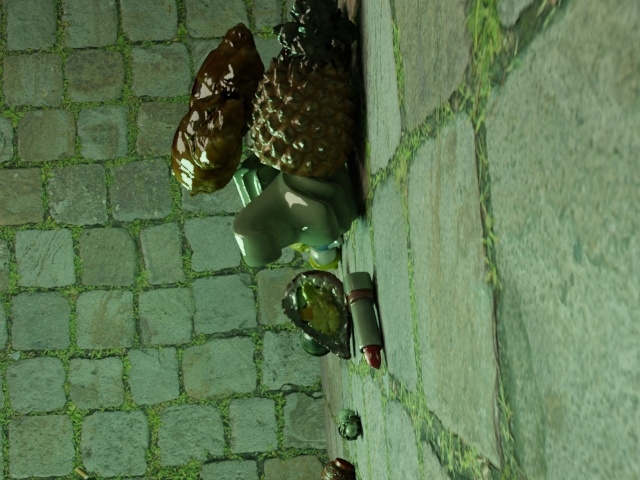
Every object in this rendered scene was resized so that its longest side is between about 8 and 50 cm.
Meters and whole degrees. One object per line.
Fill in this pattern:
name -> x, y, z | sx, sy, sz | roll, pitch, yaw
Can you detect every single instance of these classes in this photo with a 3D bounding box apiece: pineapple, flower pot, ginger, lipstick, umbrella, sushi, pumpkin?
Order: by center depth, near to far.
lipstick -> 0.079, 0.149, 1.166 | 0.063, 0.057, 0.186 | 91, 171, -53
pineapple -> -0.018, -0.311, 1.206 | 0.223, 0.223, 0.357 | -100, 17, -61
ginger -> -0.208, -0.280, 1.369 | 0.274, 0.152, 0.357 | 132, 155, -69
flower pot -> -0.055, -0.093, 1.390 | 0.367, 0.254, 0.164 | -103, -4, -59
umbrella -> 0.073, 0.462, 1.630 | 0.067, 0.062, 0.143 | -63, 2, -3
sushi -> 0.020, 0.177, 1.659 | 0.161, 0.241, 0.107 | -52, -9, 1
pumpkin -> -0.001, 0.284, 2.046 | 0.167, 0.125, 0.167 | 20, -90, -90

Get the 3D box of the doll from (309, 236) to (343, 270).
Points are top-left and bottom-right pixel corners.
doll -> 0.000, -0.001, 1.788 | 0.241, 0.135, 0.099 | 74, -167, -47

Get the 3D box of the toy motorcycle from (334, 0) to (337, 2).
toy motorcycle -> -0.016, -0.557, 1.524 | 0.074, 0.106, 0.190 | 100, 167, -78

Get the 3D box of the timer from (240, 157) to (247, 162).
timer -> -0.095, -0.244, 1.768 | 0.233, 0.240, 0.233 | -177, 90, -70

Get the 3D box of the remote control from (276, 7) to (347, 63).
remote control -> -0.045, -0.363, 1.427 | 0.332, 0.103, 0.221 | -50, 36, 35

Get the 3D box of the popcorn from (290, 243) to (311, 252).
popcorn -> -0.046, -0.092, 1.927 | 0.251, 0.206, 0.237 | -63, -12, 0

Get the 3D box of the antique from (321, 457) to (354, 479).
antique -> 0.050, 0.681, 1.863 | 0.104, 0.104, 0.104 | 176, 90, -87
